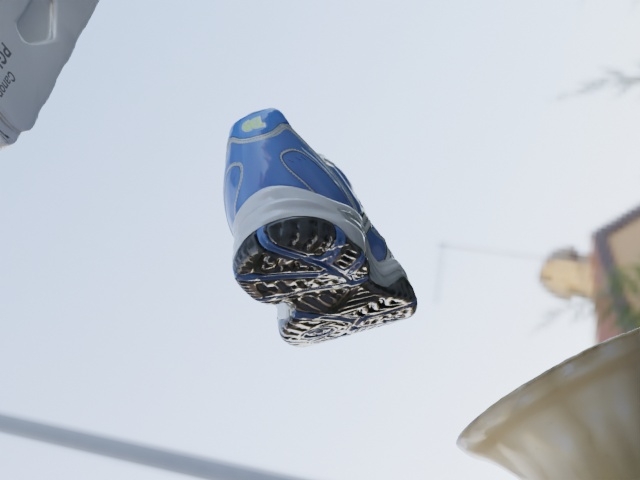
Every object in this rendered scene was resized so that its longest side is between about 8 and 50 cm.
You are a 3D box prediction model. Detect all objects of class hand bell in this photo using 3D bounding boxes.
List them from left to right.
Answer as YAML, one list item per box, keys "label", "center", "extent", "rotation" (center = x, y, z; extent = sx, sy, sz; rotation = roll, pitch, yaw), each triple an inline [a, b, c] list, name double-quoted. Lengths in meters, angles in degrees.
- label: "hand bell"
  center: [0.178, 0.174, 0.688]
  extent: [0.242, 0.126, 0.126]
  rotation: [62, -163, 19]

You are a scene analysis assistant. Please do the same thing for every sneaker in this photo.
- label: "sneaker"
  center: [0.000, 0.000, 0.748]
  extent: [0.211, 0.080, 0.081]
  rotation: [66, -172, -68]

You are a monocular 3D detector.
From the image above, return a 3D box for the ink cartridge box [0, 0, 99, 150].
- label: "ink cartridge box"
  center: [-0.285, -0.086, 0.797]
  extent: [0.117, 0.283, 0.207]
  rotation: [55, -158, -25]
